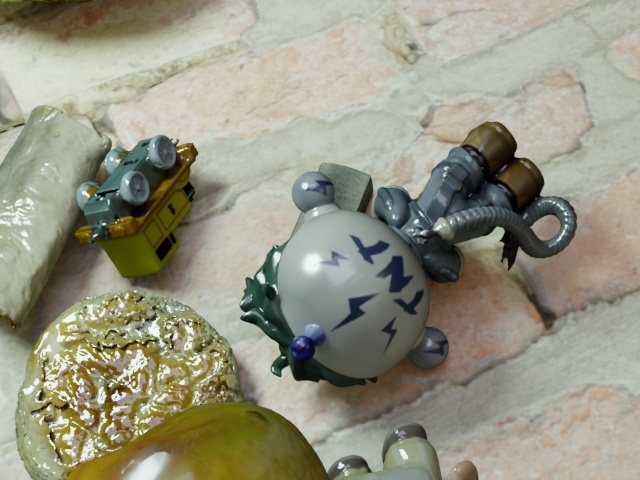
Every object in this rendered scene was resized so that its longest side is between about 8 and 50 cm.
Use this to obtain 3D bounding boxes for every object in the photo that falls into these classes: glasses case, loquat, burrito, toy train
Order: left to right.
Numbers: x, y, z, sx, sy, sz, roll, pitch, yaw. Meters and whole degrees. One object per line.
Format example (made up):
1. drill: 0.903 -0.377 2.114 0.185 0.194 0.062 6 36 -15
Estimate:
1. burrito: -0.362 -0.026 1.786 0.143 0.105 0.299 0 51 31
2. toy train: -0.214 -0.044 1.791 0.089 0.127 0.219 -11 31 32
3. loquat: -0.123 0.300 1.462 0.276 0.276 0.284 36 43 26
4. glasses case: 0.000 0.000 1.783 0.070 0.047 0.205 14 57 13

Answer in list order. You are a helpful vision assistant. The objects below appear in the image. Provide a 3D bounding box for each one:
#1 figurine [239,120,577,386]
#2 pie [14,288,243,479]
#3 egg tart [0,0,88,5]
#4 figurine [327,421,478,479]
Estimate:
1. figurine: 0.078 0.015 1.671 0.382 0.186 0.261 -40 82 -25
2. pie: -0.222 0.179 1.672 0.274 0.055 0.274 -2 60 3
3. egg tart: -0.365 -0.462 2.061 0.443 0.178 0.443 -3 53 4
4. figurine: 0.108 0.351 1.451 0.248 0.203 0.381 -10 42 -13
